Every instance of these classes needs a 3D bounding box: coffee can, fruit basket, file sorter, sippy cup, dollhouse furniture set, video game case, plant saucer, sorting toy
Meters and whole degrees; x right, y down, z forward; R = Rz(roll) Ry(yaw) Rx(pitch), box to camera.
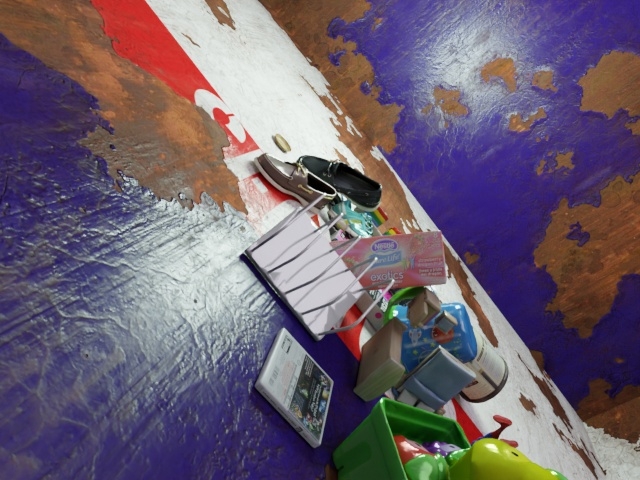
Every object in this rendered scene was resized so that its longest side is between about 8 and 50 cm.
[{"bbox_3d":[0.487,0.397,1.693,0.275,0.201,0.202,46,23,-20],"label":"coffee can"},{"bbox_3d":[0.264,0.449,0.935,0.392,0.392,0.283,32,30,-44],"label":"fruit basket"},{"bbox_3d":[0.004,0.056,1.141,0.193,0.173,0.278,-42,96,-34],"label":"file sorter"},{"bbox_3d":[0.328,0.284,1.430,0.305,0.223,0.240,42,38,-52],"label":"sippy cup"},{"bbox_3d":[0.282,0.343,1.234,0.303,0.286,0.198,39,24,-6],"label":"dollhouse furniture set"},{"bbox_3d":[-0.046,0.292,0.994,0.173,0.022,0.190,49,21,-11],"label":"video game case"},{"bbox_3d":[-0.139,-0.352,1.782,0.083,0.015,0.083,44,23,-24],"label":"plant saucer"},{"bbox_3d":[0.237,-0.037,1.871,0.256,0.089,0.257,53,2,2],"label":"sorting toy"}]

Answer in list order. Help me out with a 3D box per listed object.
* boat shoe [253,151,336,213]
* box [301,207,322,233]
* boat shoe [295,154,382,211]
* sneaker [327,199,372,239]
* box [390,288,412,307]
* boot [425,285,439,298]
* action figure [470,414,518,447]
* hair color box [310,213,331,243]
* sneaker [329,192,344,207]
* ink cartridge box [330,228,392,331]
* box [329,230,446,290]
[{"bbox_3d":[-0.075,-0.197,1.567,0.324,0.096,0.117,33,30,-43],"label":"boat shoe"},{"bbox_3d":[-0.065,-0.014,1.304,0.102,0.101,0.087,52,21,-6],"label":"box"},{"bbox_3d":[0.068,-0.226,1.726,0.339,0.113,0.127,34,60,8],"label":"boat shoe"},{"bbox_3d":[0.129,-0.043,1.635,0.275,0.109,0.107,49,-8,34],"label":"sneaker"},{"bbox_3d":[0.263,0.150,1.713,0.270,0.060,0.216,59,3,13],"label":"box"},{"bbox_3d":[0.458,0.234,2.061,0.086,0.069,0.190,35,29,-45],"label":"boot"},{"bbox_3d":[0.334,0.517,1.179,0.138,0.281,0.092,15,38,-7],"label":"action figure"},{"bbox_3d":[0.000,0.000,1.417,0.072,0.043,0.141,50,21,-44],"label":"hair color box"},{"bbox_3d":[0.019,-0.185,1.813,0.188,0.067,0.078,55,42,-1],"label":"sneaker"},{"bbox_3d":[0.138,0.146,1.548,0.371,0.069,0.176,53,21,-8],"label":"ink cartridge box"},{"bbox_3d":[0.186,0.061,1.335,0.154,0.299,0.142,11,73,-75],"label":"box"}]
